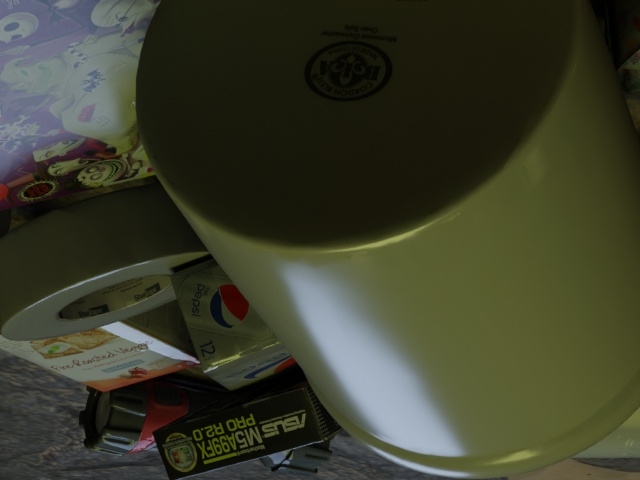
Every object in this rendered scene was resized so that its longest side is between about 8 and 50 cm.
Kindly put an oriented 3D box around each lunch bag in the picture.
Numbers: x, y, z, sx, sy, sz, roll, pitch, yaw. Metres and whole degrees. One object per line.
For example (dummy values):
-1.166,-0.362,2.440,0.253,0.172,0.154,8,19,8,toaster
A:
0.240,-0.158,1.264,0.053,0.071,0.083,10,153,-21,lunch bag

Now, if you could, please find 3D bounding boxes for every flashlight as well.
-0.136,0.230,2.055,0.304,0.103,0.103,16,177,-29,flashlight

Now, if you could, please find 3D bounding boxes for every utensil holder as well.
0.077,-0.039,1.233,0.328,0.327,0.385,-8,152,17,utensil holder

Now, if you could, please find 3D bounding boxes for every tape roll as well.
-0.199,0.021,1.559,0.219,0.072,0.219,-20,168,-4,tape roll

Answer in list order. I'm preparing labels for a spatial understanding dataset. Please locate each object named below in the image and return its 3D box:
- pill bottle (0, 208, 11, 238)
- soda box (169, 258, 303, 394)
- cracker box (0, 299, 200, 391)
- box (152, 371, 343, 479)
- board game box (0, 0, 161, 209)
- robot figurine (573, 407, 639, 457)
-0.372,-0.023,1.550,0.160,0.087,0.087,-8,153,19,pill bottle
-0.071,0.082,1.636,0.091,0.098,0.286,-21,169,0,soda box
-0.251,0.084,1.790,0.156,0.067,0.232,-18,148,33,cracker box
-0.015,0.167,1.801,0.216,0.060,0.270,-19,-178,35,box
-0.200,-0.128,1.299,0.208,0.056,0.347,-10,157,-15,board game box
0.235,0.117,1.683,0.354,0.199,0.300,-1,-172,5,robot figurine
